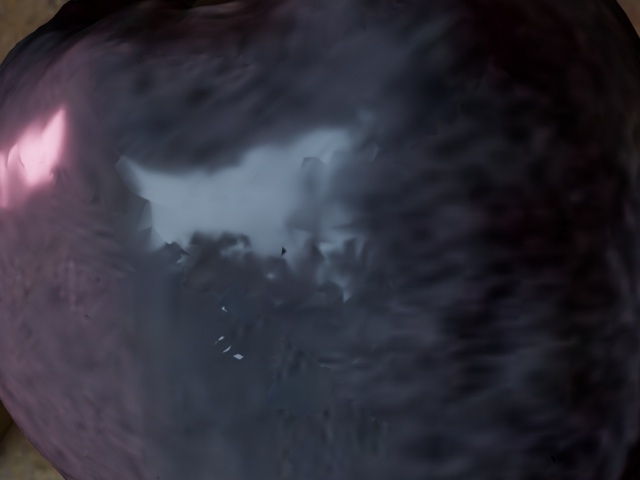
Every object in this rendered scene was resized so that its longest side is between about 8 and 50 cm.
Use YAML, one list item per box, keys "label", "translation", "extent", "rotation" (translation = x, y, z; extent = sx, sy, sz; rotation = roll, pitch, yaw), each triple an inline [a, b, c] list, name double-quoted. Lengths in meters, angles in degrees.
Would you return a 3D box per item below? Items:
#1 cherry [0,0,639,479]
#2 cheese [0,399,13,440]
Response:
- label: "cherry"
  translation: [0.000, 0.000, 0.641]
  extent: [0.255, 0.218, 0.296]
  rotation: [-18, 95, 13]
- label: "cheese"
  translation: [-0.237, 0.022, 0.758]
  extent: [0.214, 0.117, 0.226]
  rotation: [-17, 103, 13]
